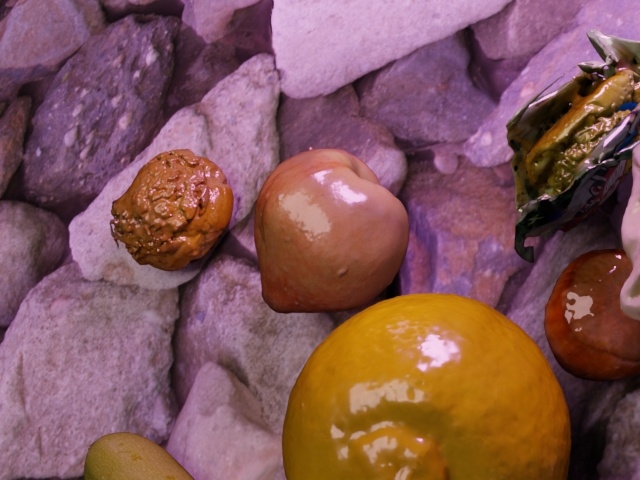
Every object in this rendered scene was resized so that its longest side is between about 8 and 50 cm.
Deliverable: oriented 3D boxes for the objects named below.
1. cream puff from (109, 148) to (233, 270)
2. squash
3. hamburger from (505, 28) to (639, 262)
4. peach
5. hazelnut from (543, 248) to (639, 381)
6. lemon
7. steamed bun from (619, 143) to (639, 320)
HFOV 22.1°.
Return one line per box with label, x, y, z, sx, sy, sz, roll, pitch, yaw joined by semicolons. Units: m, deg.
cream puff;-0.226;-0.048;2.399;0.189;0.129;0.189;-21;54;32
squash;-0.237;0.344;2.220;0.132;0.132;0.247;-55;44;6
hamburger;0.300;-0.124;1.879;0.150;0.276;0.260;44;121;8
peach;0.000;0.000;2.127;0.232;0.232;0.232;-19;59;34
hazelnut;0.324;0.088;1.865;0.150;0.150;0.150;-19;59;34
lemon;0.120;0.218;1.826;0.348;0.348;0.348;-19;59;34
steamed bun;0.463;-0.010;1.662;0.207;0.268;0.280;139;145;-59
